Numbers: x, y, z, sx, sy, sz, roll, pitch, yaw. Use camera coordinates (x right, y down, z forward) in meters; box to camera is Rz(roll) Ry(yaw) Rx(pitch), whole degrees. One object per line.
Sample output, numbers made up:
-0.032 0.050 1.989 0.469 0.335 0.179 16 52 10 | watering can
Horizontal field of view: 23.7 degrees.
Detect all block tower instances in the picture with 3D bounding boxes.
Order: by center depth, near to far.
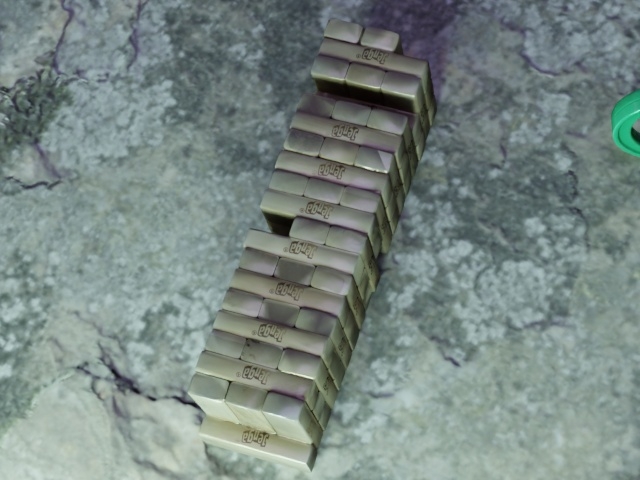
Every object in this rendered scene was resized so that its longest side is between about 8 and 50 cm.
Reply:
0.000 0.000 1.168 0.091 0.097 0.335 14 72 15 | block tower

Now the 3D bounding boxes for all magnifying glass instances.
0.338 -0.090 1.164 0.231 0.092 0.026 3 64 -1 | magnifying glass
